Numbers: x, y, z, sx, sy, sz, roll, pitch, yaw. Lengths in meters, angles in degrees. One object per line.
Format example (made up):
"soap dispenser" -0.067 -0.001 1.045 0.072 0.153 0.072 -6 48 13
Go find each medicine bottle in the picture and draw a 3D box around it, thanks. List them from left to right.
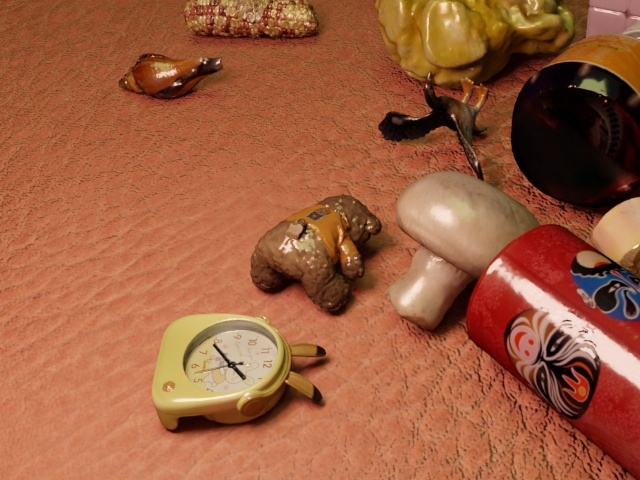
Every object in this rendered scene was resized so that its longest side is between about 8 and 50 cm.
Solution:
"medicine bottle" 0.483 -0.237 1.671 0.242 0.242 0.395 19 43 29

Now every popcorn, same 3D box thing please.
"popcorn" 0.274 -0.426 1.934 0.334 0.292 0.293 -29 6 3

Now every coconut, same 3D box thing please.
"coconut" 0.457 -0.004 1.506 0.116 0.116 0.122 -14 45 -5

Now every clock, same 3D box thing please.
"clock" -0.111 0.181 1.442 0.232 0.069 0.170 -2 42 7

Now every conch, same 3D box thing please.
"conch" -0.298 -0.316 2.015 0.233 0.086 0.080 12 46 25

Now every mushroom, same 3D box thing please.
"mushroom" 0.195 0.024 1.481 0.243 0.243 0.243 -5 42 5

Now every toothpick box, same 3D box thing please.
"toothpick box" 0.365 0.145 1.293 0.204 0.204 0.333 -30 46 -21

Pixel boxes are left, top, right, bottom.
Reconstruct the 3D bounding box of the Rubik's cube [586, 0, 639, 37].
"Rubik's cube" 0.621 -0.435 1.875 0.225 0.221 0.231 17 48 26

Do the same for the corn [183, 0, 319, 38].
"corn" -0.141 -0.465 2.146 0.290 0.098 0.098 5 44 15

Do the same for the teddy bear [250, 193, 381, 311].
"teddy bear" 0.000 0.000 1.581 0.177 0.140 0.190 18 40 32

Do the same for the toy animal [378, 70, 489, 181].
"toy animal" 0.210 -0.218 1.748 0.272 0.197 0.160 25 49 38
